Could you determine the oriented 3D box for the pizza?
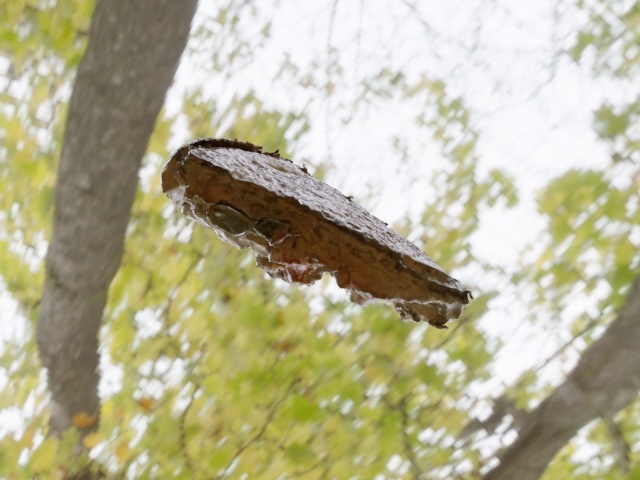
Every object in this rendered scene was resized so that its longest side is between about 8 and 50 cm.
[{"bbox_3d":[0.000,0.000,1.152,0.195,0.185,0.052,31,-76,16],"label":"pizza"}]
